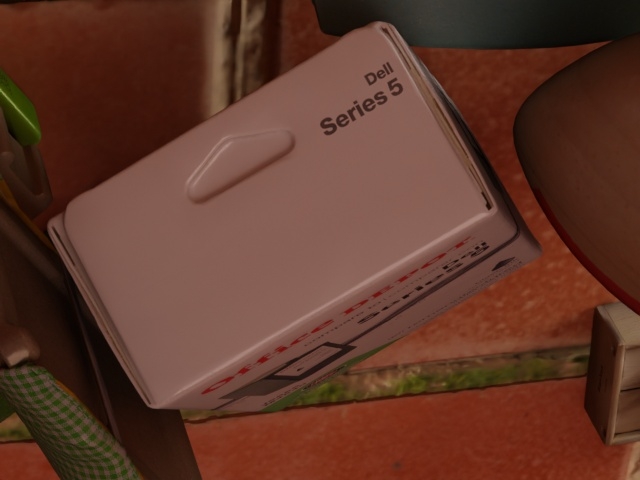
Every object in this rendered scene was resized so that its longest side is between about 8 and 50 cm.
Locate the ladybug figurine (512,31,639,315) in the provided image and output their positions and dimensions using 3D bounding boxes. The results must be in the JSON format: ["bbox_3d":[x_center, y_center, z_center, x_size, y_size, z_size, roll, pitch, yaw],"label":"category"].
[{"bbox_3d":[0.269,-0.036,0.966,0.305,0.449,0.161,-8,91,25],"label":"ladybug figurine"}]

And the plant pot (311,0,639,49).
[{"bbox_3d":[0.098,-0.198,0.931,0.234,0.165,0.165,-13,129,1],"label":"plant pot"}]

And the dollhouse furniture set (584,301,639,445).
[{"bbox_3d":[0.297,0.141,1.194,0.161,0.242,0.212,-9,129,-11],"label":"dollhouse furniture set"}]

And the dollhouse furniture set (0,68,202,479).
[{"bbox_3d":[-0.180,0.057,0.940,0.151,0.301,0.197,-33,130,6],"label":"dollhouse furniture set"}]

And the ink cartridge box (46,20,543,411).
[{"bbox_3d":[0.000,0.000,0.983,0.198,0.114,0.273,-31,170,8],"label":"ink cartridge box"}]
